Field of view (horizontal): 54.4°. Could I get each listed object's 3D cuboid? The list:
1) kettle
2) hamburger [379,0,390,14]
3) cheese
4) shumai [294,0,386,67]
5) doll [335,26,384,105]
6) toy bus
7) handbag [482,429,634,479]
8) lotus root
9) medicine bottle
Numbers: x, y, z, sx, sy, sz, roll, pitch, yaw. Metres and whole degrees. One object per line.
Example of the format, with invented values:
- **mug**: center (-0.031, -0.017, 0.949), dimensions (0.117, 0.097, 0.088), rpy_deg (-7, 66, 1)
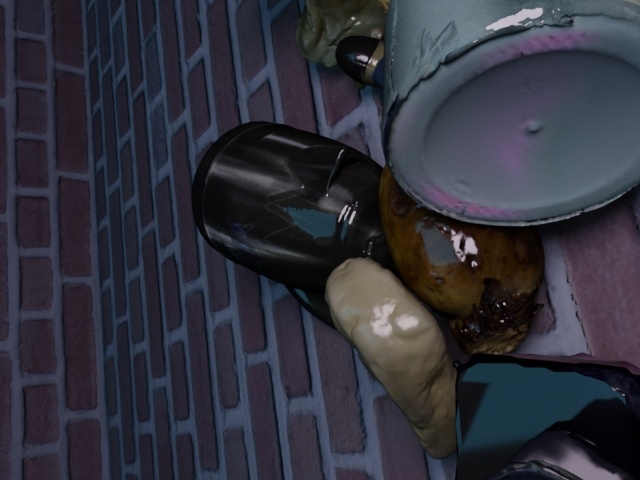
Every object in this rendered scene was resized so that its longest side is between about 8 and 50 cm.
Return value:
- **kettle**: center (0.000, 0.000, 0.893), dimensions (0.324, 0.228, 0.320), rpy_deg (22, 132, 48)
- **hamburger**: center (0.131, -0.306, 0.779), dimensions (0.141, 0.127, 0.081), rpy_deg (51, 143, 16)
- **cheese**: center (0.094, 0.131, 0.721), dimensions (0.093, 0.263, 0.159), rpy_deg (-37, 40, -6)
- **shumai**: center (0.018, -0.407, 0.856), dimensions (0.330, 0.292, 0.288), rpy_deg (-10, 109, 54)
- **doll**: center (0.094, -0.242, 0.871), dimensions (0.179, 0.089, 0.102), rpy_deg (34, 117, 24)
- **toy bus**: center (0.225, 0.293, 0.569), dimensions (0.171, 0.162, 0.386), rpy_deg (0, 89, 37)
- **handbag**: center (0.191, 0.338, 0.417), dimensions (0.303, 0.122, 0.329), rpy_deg (35, 109, 32)
- **lotus root**: center (0.151, -0.020, 0.692), dimensions (0.141, 0.169, 0.314), rpy_deg (-41, 59, 37)
- **medicine bottle**: center (0.176, -0.195, 0.581), dimensions (0.245, 0.245, 0.289), rpy_deg (-42, 36, 44)
